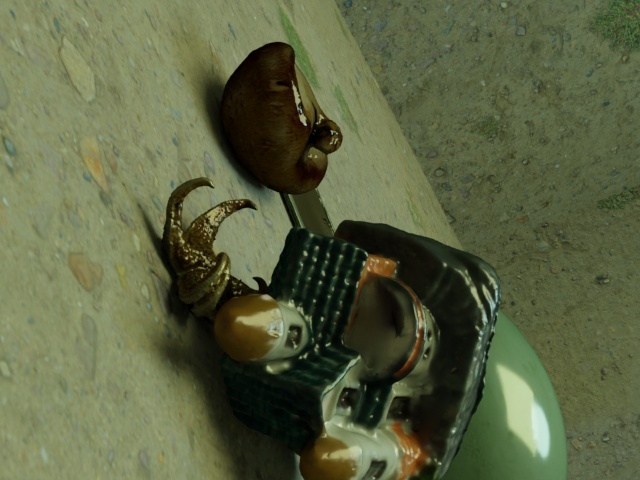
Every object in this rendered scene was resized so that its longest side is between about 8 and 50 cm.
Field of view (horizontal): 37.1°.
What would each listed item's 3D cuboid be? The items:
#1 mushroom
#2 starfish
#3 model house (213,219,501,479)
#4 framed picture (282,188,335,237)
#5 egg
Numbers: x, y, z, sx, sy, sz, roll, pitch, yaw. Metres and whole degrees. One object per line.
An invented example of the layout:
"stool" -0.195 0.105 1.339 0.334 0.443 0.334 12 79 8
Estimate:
"mushroom" -0.064 -0.163 1.297 0.194 0.138 0.231 60 -4 30
"starfish" -0.096 0.021 0.954 0.190 0.074 0.146 44 29 -61
"model house" 0.020 0.108 0.904 0.301 0.190 0.271 18 91 -59
"framed picture" 0.000 0.000 1.512 0.273 0.016 0.216 68 14 2
"egg" 0.165 0.235 1.212 0.276 0.276 0.389 37 35 -66
